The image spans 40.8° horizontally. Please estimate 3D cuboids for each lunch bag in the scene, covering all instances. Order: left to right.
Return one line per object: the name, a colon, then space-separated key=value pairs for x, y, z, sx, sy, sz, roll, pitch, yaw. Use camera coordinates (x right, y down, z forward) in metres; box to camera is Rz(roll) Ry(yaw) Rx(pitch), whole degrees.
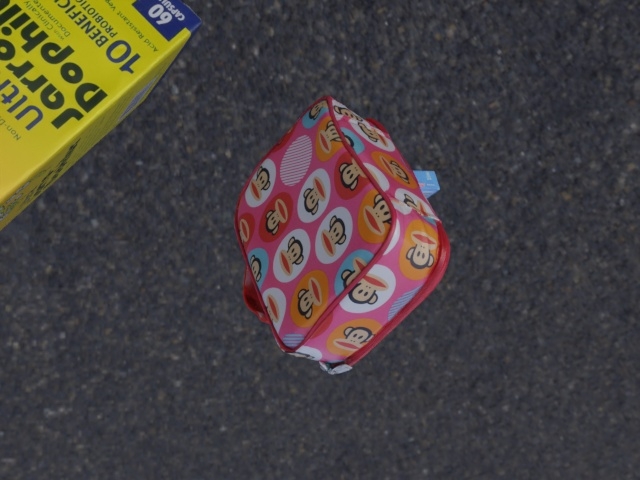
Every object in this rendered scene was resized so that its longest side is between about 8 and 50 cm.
lunch bag: x=0.000 y=0.000 z=1.012 sx=0.120 sy=0.293 sz=0.258 roll=23 pitch=120 yaw=-36

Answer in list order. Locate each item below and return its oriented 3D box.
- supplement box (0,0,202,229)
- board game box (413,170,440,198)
supplement box: x=-0.333 y=-0.168 z=0.934 sx=0.194 sy=0.356 sz=0.195 roll=44 pitch=150 yaw=-10
board game box: x=0.057 y=-0.063 z=1.362 sx=0.211 sy=0.039 sz=0.160 roll=-2 pitch=159 yaw=-33
